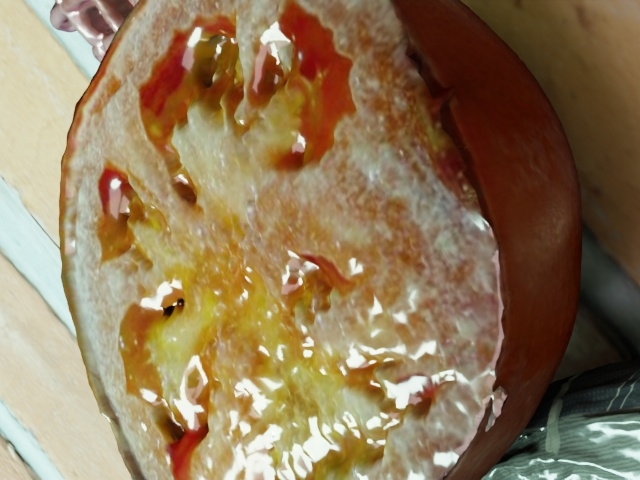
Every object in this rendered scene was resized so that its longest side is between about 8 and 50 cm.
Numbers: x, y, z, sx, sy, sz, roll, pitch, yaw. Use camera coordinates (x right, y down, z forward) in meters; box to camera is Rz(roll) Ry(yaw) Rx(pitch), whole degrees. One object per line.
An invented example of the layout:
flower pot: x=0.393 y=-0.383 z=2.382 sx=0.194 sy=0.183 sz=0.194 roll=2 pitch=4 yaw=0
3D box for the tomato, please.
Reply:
tomato: x=0.010 y=0.004 z=0.845 sx=0.338 sy=0.144 sz=0.338 roll=8 pitch=101 yaw=46

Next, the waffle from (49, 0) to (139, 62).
waffle: x=-0.119 y=-0.191 z=0.941 sx=0.234 sy=0.055 sz=0.221 roll=32 pitch=137 yaw=32

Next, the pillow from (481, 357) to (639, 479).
pillow: x=0.173 y=0.129 z=0.814 sx=0.161 sy=0.092 sz=0.335 roll=53 pitch=144 yaw=-9
